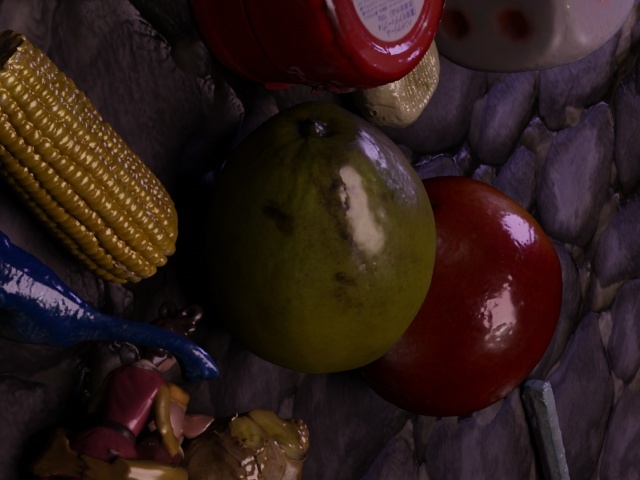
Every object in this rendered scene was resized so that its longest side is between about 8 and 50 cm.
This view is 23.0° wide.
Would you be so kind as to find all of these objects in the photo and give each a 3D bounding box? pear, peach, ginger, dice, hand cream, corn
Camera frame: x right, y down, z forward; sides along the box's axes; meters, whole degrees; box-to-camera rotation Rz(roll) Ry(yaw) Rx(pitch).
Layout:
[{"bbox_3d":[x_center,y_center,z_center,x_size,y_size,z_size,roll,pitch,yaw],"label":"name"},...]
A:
[{"bbox_3d":[0.000,0.000,1.374,0.212,0.212,0.269,-52,147,-36],"label":"pear"},{"bbox_3d":[0.128,0.058,1.567,0.243,0.199,0.243,-2,93,-44],"label":"peach"},{"bbox_3d":[-0.081,0.212,1.364,0.157,0.102,0.216,-48,163,7],"label":"ginger"},{"bbox_3d":[0.210,-0.294,1.637,0.194,0.192,0.193,-45,128,-42],"label":"dice"},{"bbox_3d":[0.003,-0.246,1.397,0.230,0.149,0.230,-4,95,-54],"label":"hand cream"},{"bbox_3d":[-0.195,-0.059,1.198,0.244,0.093,0.093,51,55,-43],"label":"corn"}]

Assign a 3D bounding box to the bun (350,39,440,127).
[{"bbox_3d":[0.068,-0.169,1.561,0.115,0.069,0.115,-11,104,-55],"label":"bun"}]

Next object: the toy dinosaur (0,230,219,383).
[{"bbox_3d":[-0.202,0.024,1.121,0.247,0.188,0.075,59,42,-38],"label":"toy dinosaur"}]

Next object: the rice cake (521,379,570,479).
[{"bbox_3d":[0.285,0.260,1.949,0.033,0.033,0.207,-44,129,-43],"label":"rice cake"}]

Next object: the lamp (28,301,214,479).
[{"bbox_3d":[-0.160,0.172,1.263,0.118,0.118,0.253,57,48,-41],"label":"lamp"}]
